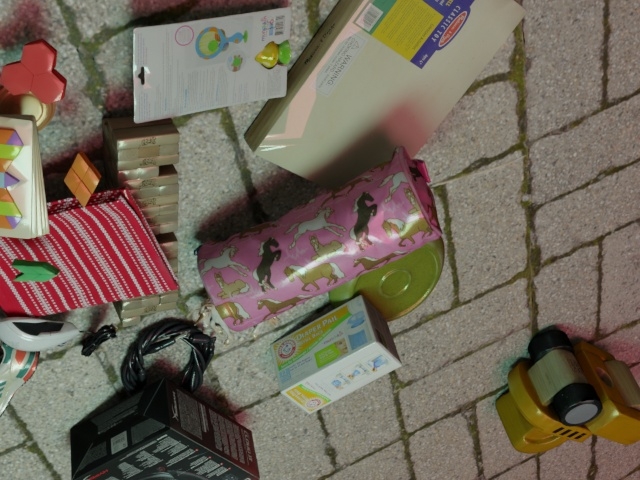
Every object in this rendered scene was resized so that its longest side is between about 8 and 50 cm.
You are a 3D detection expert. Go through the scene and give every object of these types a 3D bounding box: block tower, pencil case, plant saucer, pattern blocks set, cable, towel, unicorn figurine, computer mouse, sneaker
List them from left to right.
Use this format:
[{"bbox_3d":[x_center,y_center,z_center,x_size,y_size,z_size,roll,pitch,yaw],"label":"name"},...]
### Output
[{"bbox_3d":[-0.433,-0.086,1.257,0.285,0.026,0.325,-8,115,2],"label":"pattern blocks set"},{"bbox_3d":[-0.514,0.221,1.529,0.075,0.057,0.161,34,107,-25],"label":"sneaker"},{"bbox_3d":[-0.395,-0.176,1.292,0.083,0.013,0.083,-16,131,-19],"label":"plant saucer"},{"bbox_3d":[-0.412,0.152,1.492,0.193,0.042,0.106,10,155,-40],"label":"computer mouse"},{"bbox_3d":[-0.363,0.027,1.381,0.274,0.031,0.199,-11,131,12],"label":"towel"},{"bbox_3d":[-0.263,-0.032,1.432,0.097,0.091,0.335,-9,130,-23],"label":"block tower"},{"bbox_3d":[-0.267,0.221,1.667,0.150,0.047,0.184,13,120,-39],"label":"cable"},{"bbox_3d":[-0.151,0.129,1.649,0.162,0.060,0.111,-25,138,-23],"label":"unicorn figurine"},{"bbox_3d":[0.000,0.000,1.503,0.386,0.167,0.160,-25,155,13],"label":"pencil case"},{"bbox_3d":[0.131,0.069,1.779,0.241,0.037,0.241,-16,132,-19],"label":"plant saucer"}]

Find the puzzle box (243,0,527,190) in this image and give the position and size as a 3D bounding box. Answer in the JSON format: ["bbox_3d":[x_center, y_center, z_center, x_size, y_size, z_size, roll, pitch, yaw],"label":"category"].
[{"bbox_3d":[0.102,-0.256,1.486,0.272,0.052,0.409,24,111,-40],"label":"puzzle box"}]

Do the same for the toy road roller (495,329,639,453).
[{"bbox_3d":[0.545,0.363,2.154,0.329,0.202,0.240,21,126,-34],"label":"toy road roller"}]

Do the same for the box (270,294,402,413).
[{"bbox_3d":[0.025,0.208,1.751,0.203,0.114,0.103,-30,136,14],"label":"box"}]

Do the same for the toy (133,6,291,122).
[{"bbox_3d":[-0.155,-0.251,1.341,0.237,0.056,0.137,-13,128,-27],"label":"toy"}]

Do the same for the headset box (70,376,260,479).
[{"bbox_3d":[-0.265,0.387,1.728,0.218,0.110,0.293,-30,137,17],"label":"headset box"}]
